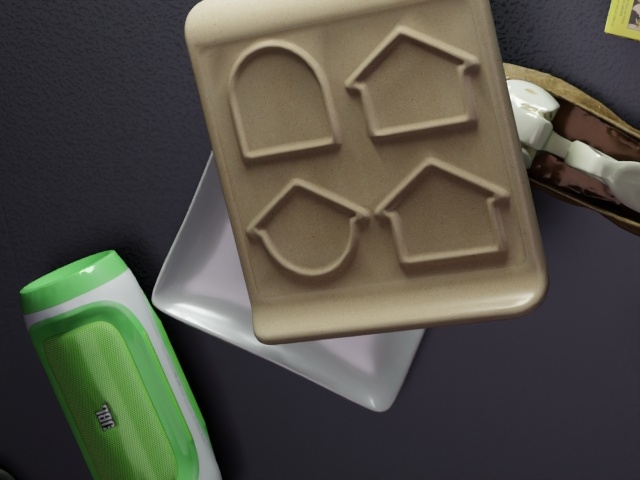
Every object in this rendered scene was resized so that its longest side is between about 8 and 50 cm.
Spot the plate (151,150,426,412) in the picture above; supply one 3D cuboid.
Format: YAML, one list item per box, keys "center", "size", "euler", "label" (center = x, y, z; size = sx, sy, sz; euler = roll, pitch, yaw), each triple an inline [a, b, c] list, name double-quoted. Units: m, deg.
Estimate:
- center: [0.000, 0.000, 1.938]
  size: [0.278, 0.045, 0.277]
  euler: [25, 106, 5]
  label: "plate"

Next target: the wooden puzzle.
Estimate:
- center: [0.048, -0.088, 1.817]
  size: [0.322, 0.080, 0.348]
  euler: [-8, 96, 29]
  label: "wooden puzzle"

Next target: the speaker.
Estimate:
- center: [-0.205, 0.166, 1.980]
  size: [0.131, 0.131, 0.296]
  euler: [-21, 98, 16]
  label: "speaker"

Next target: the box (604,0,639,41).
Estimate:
- center: [0.389, -0.198, 1.789]
  size: [0.232, 0.087, 0.058]
  euler: [14, 104, 9]
  label: "box"

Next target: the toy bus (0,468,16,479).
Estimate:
- center: [-0.375, 0.367, 2.021]
  size: [0.149, 0.211, 0.220]
  euler: [-42, 91, 19]
  label: "toy bus"

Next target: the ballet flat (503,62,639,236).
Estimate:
- center: [0.247, -0.082, 1.823]
  size: [0.342, 0.124, 0.116]
  euler: [28, 96, 5]
  label: "ballet flat"
